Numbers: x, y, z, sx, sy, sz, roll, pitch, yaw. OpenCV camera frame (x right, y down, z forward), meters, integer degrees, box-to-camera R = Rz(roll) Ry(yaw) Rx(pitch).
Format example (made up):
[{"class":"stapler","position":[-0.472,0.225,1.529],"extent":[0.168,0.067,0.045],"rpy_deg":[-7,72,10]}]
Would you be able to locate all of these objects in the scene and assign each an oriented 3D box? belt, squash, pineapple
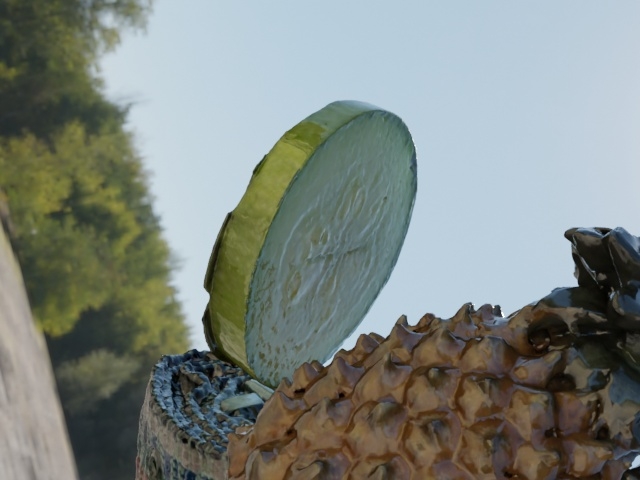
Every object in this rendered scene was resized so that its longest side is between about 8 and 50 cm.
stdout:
[{"class":"belt","position":[-0.060,0.208,0.969],"extent":[0.295,0.206,0.161],"rpy_deg":[19,-69,52]},{"class":"squash","position":[0.004,0.002,0.789],"extent":[0.041,0.219,0.219],"rpy_deg":[30,-39,28]},{"class":"pineapple","position":[0.129,0.102,0.644],"extent":[0.223,0.357,0.223],"rpy_deg":[53,7,-9]}]
